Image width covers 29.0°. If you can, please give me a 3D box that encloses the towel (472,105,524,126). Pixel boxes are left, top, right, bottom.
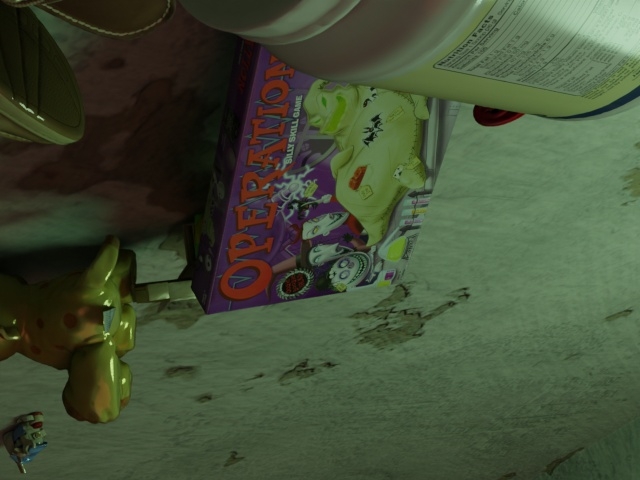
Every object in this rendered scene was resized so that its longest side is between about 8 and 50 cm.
[{"bbox_3d":[0.230,-0.172,1.032,0.199,0.031,0.275,-32,-175,22],"label":"towel"}]

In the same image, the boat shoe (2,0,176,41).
[{"bbox_3d":[-0.182,-0.188,0.727,0.123,0.116,0.324,-29,154,15],"label":"boat shoe"}]

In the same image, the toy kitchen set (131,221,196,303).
[{"bbox_3d":[-0.154,0.023,1.234,0.083,0.075,0.068,-6,179,-37],"label":"toy kitchen set"}]

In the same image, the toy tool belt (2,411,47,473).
[{"bbox_3d":[-0.366,0.257,1.563,0.052,0.051,0.083,1,147,-40],"label":"toy tool belt"}]

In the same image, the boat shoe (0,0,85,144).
[{"bbox_3d":[-0.268,-0.134,0.805,0.089,0.104,0.285,-27,145,22],"label":"boat shoe"}]

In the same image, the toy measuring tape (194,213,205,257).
[{"bbox_3d":[0.000,0.000,1.259,0.121,0.121,0.330,-36,157,29],"label":"toy measuring tape"}]

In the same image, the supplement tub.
[{"bbox_3d":[0.084,-0.204,0.767,0.325,0.235,0.235,3,146,-42],"label":"supplement tub"}]

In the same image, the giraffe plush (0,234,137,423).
[{"bbox_3d":[-0.273,0.081,1.180,0.171,0.181,0.210,2,164,0],"label":"giraffe plush"}]

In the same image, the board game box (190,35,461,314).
[{"bbox_3d":[0.016,-0.091,1.037,0.208,0.056,0.346,-5,132,-24],"label":"board game box"}]
